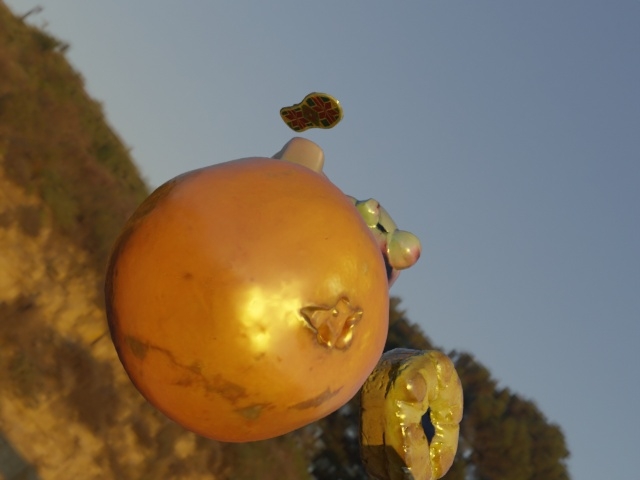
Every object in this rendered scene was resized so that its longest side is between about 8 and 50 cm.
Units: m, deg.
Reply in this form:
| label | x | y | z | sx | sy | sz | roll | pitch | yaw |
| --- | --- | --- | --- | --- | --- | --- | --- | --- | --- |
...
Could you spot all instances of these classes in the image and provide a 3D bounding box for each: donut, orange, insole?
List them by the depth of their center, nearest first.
| label | x | y | z | sx | sy | sz | roll | pitch | yaw |
| --- | --- | --- | --- | --- | --- | --- | --- | --- | --- |
| orange | -0.080 | 0.062 | 1.232 | 0.312 | 0.312 | 0.312 | 46 | -14 | 15 |
| insole | -0.015 | -0.198 | 1.800 | 0.065 | 0.006 | 0.193 | 52 | -22 | -16 |
| donut | 0.164 | 0.320 | 2.074 | 0.128 | 0.208 | 0.261 | 12 | -77 | 38 |

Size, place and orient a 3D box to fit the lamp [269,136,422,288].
| label | x | y | z | sx | sy | sz | roll | pitch | yaw |
| --- | --- | --- | --- | --- | --- | --- | --- | --- | --- |
| lamp | 0.000 | 0.000 | 1.947 | 0.301 | 0.247 | 0.247 | 41 | -47 | -13 |
